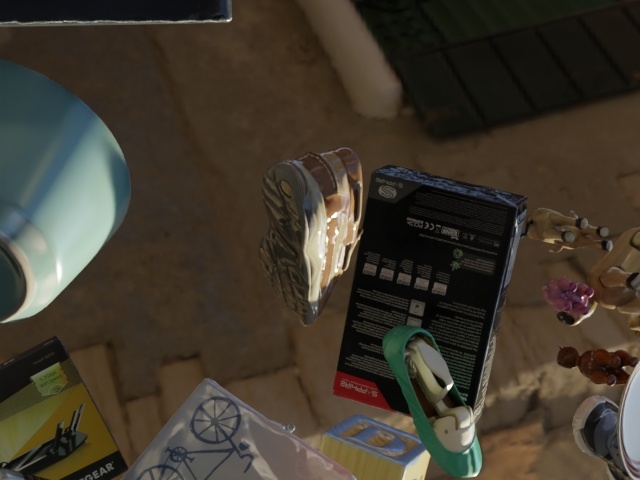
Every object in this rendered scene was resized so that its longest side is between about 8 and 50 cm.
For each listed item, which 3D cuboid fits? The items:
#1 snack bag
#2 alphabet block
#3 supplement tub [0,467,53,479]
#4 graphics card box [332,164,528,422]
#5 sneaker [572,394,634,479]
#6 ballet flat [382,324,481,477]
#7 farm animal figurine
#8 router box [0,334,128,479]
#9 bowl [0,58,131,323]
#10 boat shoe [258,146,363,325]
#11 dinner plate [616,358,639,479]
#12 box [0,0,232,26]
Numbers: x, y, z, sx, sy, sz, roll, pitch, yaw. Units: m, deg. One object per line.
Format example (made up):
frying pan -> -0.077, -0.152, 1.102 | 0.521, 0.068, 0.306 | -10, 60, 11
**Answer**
snack bag -> -0.153, 0.423, 1.843 | 0.343, 0.323, 0.037 | 28, -30, 21
alphabet block -> 0.101, 0.504, 2.348 | 0.192, 0.194, 0.197 | -11, 117, -64
supplement tub -> -0.317, 0.351, 1.343 | 0.117, 0.190, 0.117 | -43, -144, 43
graphics card box -> 0.164, 0.087, 1.712 | 0.094, 0.233, 0.370 | -30, 131, -64
sneaker -> 0.546, 0.370, 1.924 | 0.153, 0.101, 0.268 | 25, -19, 52
ballet flat -> 0.169, 0.232, 1.603 | 0.247, 0.083, 0.087 | 62, -25, 3
farm animal figurine -> 0.473, 0.063, 1.884 | 0.172, 0.327, 0.330 | 16, -54, 59
router box -> -0.498, 0.329, 1.771 | 0.242, 0.309, 0.081 | 63, -14, -7
bowl -> -0.370, -0.026, 1.168 | 0.311, 0.312, 0.163 | 84, 10, -45
boat shoe -> 0.000, 0.000, 1.393 | 0.123, 0.116, 0.324 | 52, -22, 21
dinner plate -> 0.338, 0.178, 1.155 | 0.017, 0.141, 0.141 | 9, -61, 44
box -> -0.266, -0.488, 1.173 | 0.480, 0.298, 0.471 | -124, -146, -68
